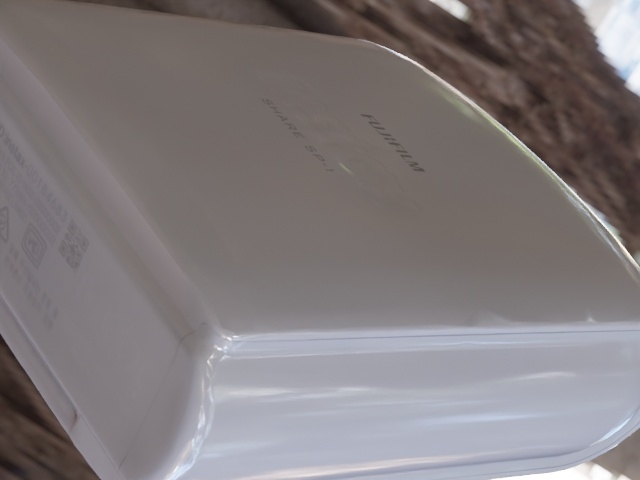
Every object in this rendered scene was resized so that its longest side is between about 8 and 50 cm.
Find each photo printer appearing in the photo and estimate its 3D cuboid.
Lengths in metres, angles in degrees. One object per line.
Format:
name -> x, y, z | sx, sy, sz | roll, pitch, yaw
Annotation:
photo printer -> 0.000, 0.000, 0.759 | 0.308, 0.256, 0.107 | 2, 126, -41
